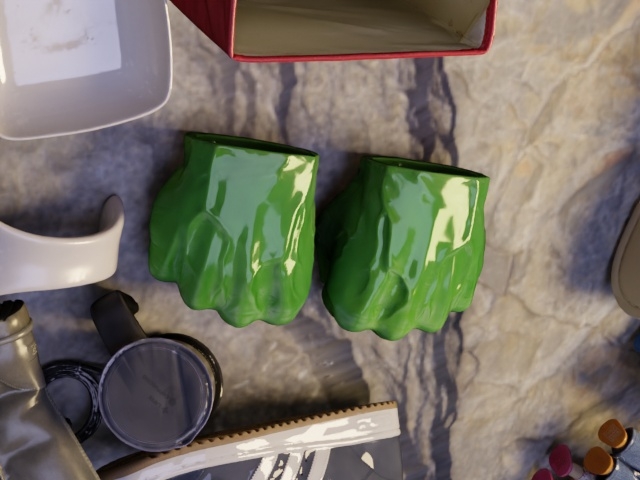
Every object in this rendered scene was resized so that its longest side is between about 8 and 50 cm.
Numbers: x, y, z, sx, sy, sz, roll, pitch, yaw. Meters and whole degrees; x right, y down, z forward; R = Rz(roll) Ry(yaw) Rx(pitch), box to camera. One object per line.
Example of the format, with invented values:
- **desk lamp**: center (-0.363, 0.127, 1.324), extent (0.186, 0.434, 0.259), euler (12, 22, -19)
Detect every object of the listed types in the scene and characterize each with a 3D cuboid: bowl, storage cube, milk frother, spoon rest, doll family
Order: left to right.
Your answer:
- **spoon rest**: center (-0.270, -0.002, 1.108), extent (0.276, 0.084, 0.137), euler (1, 112, -24)
- **bowl**: center (-0.181, -0.151, 1.097), extent (0.142, 0.053, 0.142), euler (-13, 117, -16)
- **milk frother**: center (-0.155, 0.122, 1.179), extent (0.129, 0.135, 0.143), euler (41, 88, 2)
- **storage cube**: center (0.001, -0.237, 1.053), extent (0.215, 0.193, 0.183), euler (-4, 114, -20)
- **doll family**: center (0.330, 0.200, 1.427), extent (0.163, 0.118, 0.263), euler (31, 98, -31)

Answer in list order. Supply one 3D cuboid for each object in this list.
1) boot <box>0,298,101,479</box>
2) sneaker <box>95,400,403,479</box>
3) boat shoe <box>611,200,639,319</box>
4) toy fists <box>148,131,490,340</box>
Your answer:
- **boot**: center (-0.259, 0.163, 1.146), extent (0.190, 0.076, 0.208), euler (-13, 109, 11)
- **sneaker**: center (-0.043, 0.224, 1.244), extent (0.282, 0.099, 0.153), euler (-7, 85, -33)
- **boat shoe**: center (0.366, -0.069, 1.329), extent (0.097, 0.116, 0.324), euler (12, 111, -30)
- **toy fists**: center (0.000, 0.000, 1.218), extent (0.279, 0.096, 0.142), euler (6, 100, -23)
